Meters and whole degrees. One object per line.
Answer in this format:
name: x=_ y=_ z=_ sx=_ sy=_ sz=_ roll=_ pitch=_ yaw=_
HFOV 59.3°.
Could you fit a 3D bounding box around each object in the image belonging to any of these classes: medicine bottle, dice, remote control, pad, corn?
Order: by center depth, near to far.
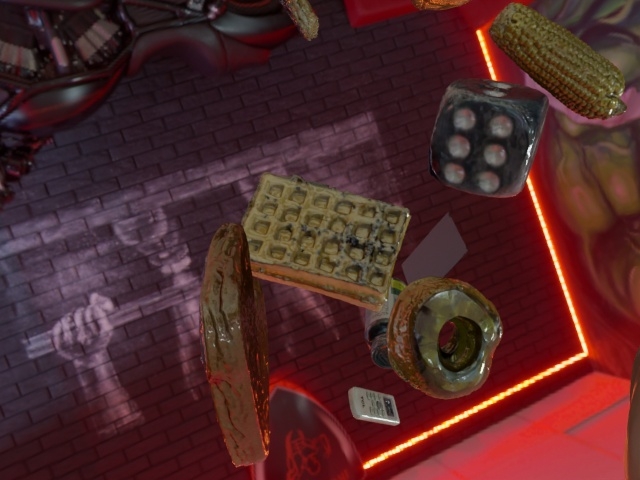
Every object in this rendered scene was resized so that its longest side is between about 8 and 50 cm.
corn: x=0.392 y=-0.287 z=0.915 sx=0.097 sy=0.261 sz=0.097 roll=-55 pitch=-175 yaw=7
dice: x=0.310 y=-0.194 z=1.043 sx=0.181 sy=0.182 sz=0.183 roll=16 pitch=-150 yaw=21
remote control: x=0.149 y=0.459 z=1.557 sx=0.029 sy=0.087 sz=0.190 roll=-36 pitch=138 yaw=30
pad: x=0.318 y=0.053 z=1.598 sx=0.004 sy=0.164 sz=0.243 roll=15 pitch=130 yaw=-26
medicine bottle: x=0.203 y=0.246 z=1.690 sx=0.141 sy=0.141 sz=0.293 roll=-19 pitch=-151 yaw=18

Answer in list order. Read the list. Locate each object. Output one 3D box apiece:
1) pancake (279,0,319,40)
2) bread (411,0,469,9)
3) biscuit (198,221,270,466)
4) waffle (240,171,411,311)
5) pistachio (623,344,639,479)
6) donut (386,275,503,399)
pancake: x=-0.074 y=-0.489 z=0.957 sx=0.057 sy=0.266 sz=0.244 roll=-31 pitch=-179 yaw=2
bread: x=0.320 y=-0.730 z=1.490 sx=0.204 sy=0.156 sz=0.288 roll=-3 pitch=-174 yaw=21
biscuit: x=-0.097 y=0.097 z=0.639 sx=0.052 sy=0.277 sz=0.262 roll=-6 pitch=-139 yaw=-2
waffle: x=0.000 y=0.000 z=1.311 sx=0.376 sy=0.261 sz=0.114 roll=16 pitch=148 yaw=8
pistachio: x=0.477 y=0.206 z=0.592 sx=0.365 sy=0.445 sz=0.281 roll=19 pitch=175 yaw=-29
donut: x=0.336 y=0.256 z=1.475 sx=0.330 sy=0.330 sz=0.160 roll=-21 pitch=-166 yaw=-19
